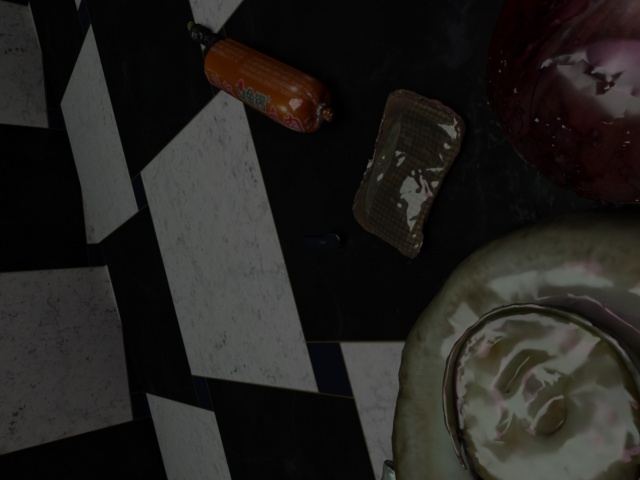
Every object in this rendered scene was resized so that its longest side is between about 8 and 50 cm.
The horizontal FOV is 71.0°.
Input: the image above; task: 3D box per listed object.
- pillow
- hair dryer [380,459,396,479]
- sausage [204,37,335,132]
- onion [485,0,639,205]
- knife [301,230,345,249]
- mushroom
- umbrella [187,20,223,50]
[{"bbox_3d":[0.112,-0.090,0.611,0.135,0.034,0.211,39,126,39],"label":"pillow"},{"bbox_3d":[0.164,0.497,0.710,0.237,0.075,0.206,33,118,31],"label":"hair dryer"},{"bbox_3d":[-0.082,-0.254,0.749,0.312,0.093,0.092,39,128,37],"label":"sausage"},{"bbox_3d":[0.246,-0.133,0.326,0.252,0.219,0.252,-8,69,20],"label":"onion"},{"bbox_3d":[0.000,0.000,0.783,0.121,0.018,0.031,-1,107,51],"label":"knife"},{"bbox_3d":[0.210,0.146,0.355,0.352,0.260,0.352,-17,63,38],"label":"mushroom"},{"bbox_3d":[-0.238,-0.421,0.931,0.144,0.040,0.037,45,140,35],"label":"umbrella"}]
